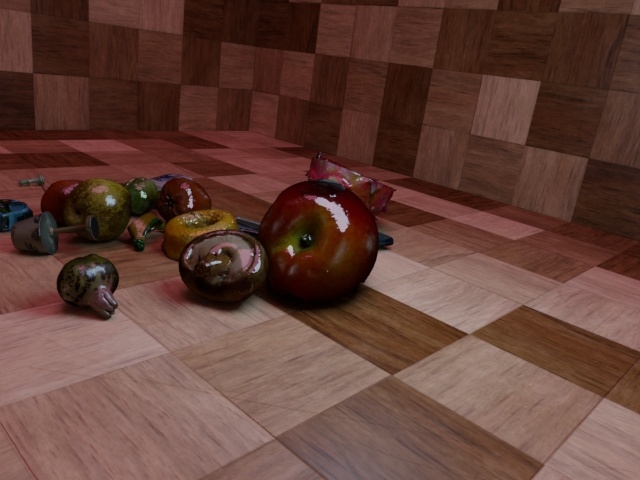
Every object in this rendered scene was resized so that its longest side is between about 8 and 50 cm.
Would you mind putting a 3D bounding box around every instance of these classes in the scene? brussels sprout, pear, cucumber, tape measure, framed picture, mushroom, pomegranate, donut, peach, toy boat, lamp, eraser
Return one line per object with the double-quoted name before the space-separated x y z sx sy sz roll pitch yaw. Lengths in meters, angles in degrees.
"brussels sprout" -0.664 -0.162 1.947 0.155 0.155 0.117 13 -18 16
"pear" -0.685 -0.096 1.633 0.197 0.197 0.197 7 18 -2
"cucumber" -0.193 -0.011 1.791 0.163 0.039 0.043 10 40 1
"tape measure" -0.985 -0.085 1.669 0.125 0.081 0.146 17 20 17
"framed picture" -0.271 -0.027 1.891 0.188 0.023 0.260 16 19 15
"mushroom" -0.244 0.071 1.381 0.231 0.138 0.194 19 39 17
"pomegranate" -0.523 0.100 1.233 0.163 0.126 0.138 18 8 26
"donut" -0.373 -0.013 1.675 0.253 0.118 0.253 -4 27 2
"peach" -0.004 -0.012 1.505 0.334 0.310 0.406 11 19 18
"toy boat" -0.556 -0.030 1.710 0.088 0.089 0.229 46 17 -8
"lamp" -0.748 -0.023 1.511 0.214 0.121 0.121 -5 19 -4
"eraser" -0.652 -0.232 2.270 0.124 0.068 0.210 15 20 15

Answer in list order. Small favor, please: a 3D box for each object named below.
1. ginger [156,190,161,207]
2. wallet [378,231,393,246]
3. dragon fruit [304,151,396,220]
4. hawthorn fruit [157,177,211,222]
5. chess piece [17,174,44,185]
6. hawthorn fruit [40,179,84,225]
"ginger" -0.651 -0.176 2.076 0.290 0.084 0.122 14 26 20
"wallet" 0.068 0.003 1.896 0.378 0.046 0.190 -7 22 -35
"dragon fruit" 0.099 -0.175 2.119 0.370 0.249 0.386 19 7 -22
"hawthorn fruit" -0.464 -0.129 1.880 0.179 0.179 0.200 20 13 32
"chess piece" -1.154 -0.236 2.126 0.093 0.042 0.042 -13 27 -36
"hawthorn fruit" -0.874 -0.143 1.771 0.285 0.165 0.165 19 21 26
